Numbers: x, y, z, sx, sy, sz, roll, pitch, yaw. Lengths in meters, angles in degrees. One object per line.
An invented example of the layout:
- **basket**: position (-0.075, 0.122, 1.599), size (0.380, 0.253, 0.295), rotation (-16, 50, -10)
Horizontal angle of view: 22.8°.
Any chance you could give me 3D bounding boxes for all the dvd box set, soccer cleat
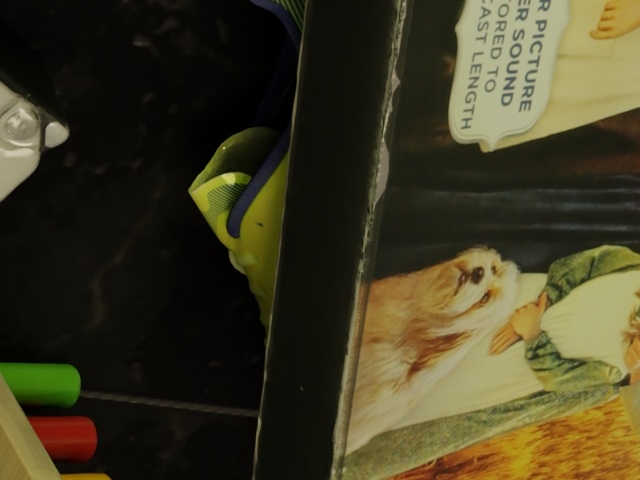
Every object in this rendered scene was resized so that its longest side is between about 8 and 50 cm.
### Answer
- **dvd box set**: position (0.178, -0.039, 0.662), size (0.420, 0.062, 0.307), rotation (-8, 120, -31)
- **soccer cleat**: position (0.000, -0.001, 0.683), size (0.121, 0.093, 0.289), rotation (-4, 125, -15)

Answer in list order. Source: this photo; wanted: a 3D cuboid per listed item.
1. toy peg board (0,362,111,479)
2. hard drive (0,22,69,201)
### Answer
- **toy peg board**: position (-0.141, 0.136, 0.692), size (0.079, 0.160, 0.161), rotation (5, 126, -46)
- **hard drive**: position (-0.291, -0.007, 0.567), size (0.339, 0.064, 0.237), rotation (-39, 131, 10)
